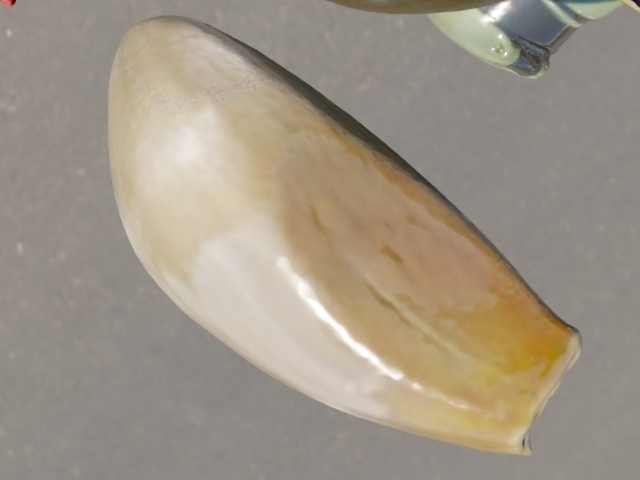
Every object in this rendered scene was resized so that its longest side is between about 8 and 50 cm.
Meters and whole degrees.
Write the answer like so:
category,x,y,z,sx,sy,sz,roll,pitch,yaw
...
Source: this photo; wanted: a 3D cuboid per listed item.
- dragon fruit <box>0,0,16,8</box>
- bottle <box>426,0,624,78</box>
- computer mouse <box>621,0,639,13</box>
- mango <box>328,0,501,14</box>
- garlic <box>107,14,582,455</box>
category,x,y,z,sx,sy,sz,roll,pitch,yaw
dragon fruit,-0.211,-0.148,0.800,0.153,0.153,0.111,9,145,-32
bottle,0.238,-0.282,1.453,0.347,0.168,0.168,-39,137,24
computer mouse,0.248,-0.238,0.819,0.310,0.158,0.072,-45,157,10
mango,0.134,-0.282,1.189,0.384,0.221,0.199,-10,156,1
garlic,-0.007,0.007,0.894,0.143,0.318,0.112,-53,175,6
